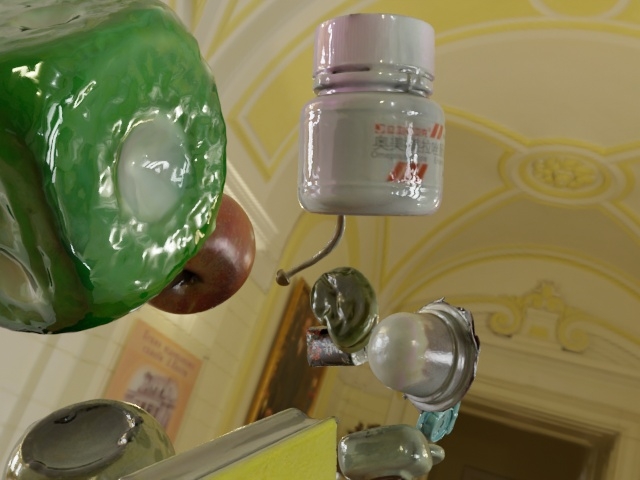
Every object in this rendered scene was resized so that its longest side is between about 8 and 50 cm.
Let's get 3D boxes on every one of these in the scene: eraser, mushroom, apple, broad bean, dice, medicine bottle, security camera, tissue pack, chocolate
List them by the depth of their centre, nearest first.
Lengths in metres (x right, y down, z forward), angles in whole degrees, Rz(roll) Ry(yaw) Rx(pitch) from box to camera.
[{"bbox_3d":[-0.072,0.248,0.585,0.069,0.158,0.226,8,7,35],"label":"eraser"},{"bbox_3d":[-0.293,-0.101,0.746,0.300,0.287,0.297,12,-50,25],"label":"dice"},{"bbox_3d":[0.131,0.389,1.197,0.157,0.080,0.301,-16,-29,12],"label":"security camera"},{"bbox_3d":[0.164,0.194,1.200,0.147,0.221,0.221,16,-13,-42],"label":"chocolate"},{"bbox_3d":[0.090,-0.205,1.201,0.256,0.325,0.256,3,0,0],"label":"medicine bottle"},{"bbox_3d":[0.055,0.143,1.531,0.153,0.207,0.072,-21,-30,11],"label":"broad bean"},{"bbox_3d":[0.001,0.002,1.576,0.068,0.043,0.306,19,-57,-39],"label":"mushroom"},{"bbox_3d":[0.046,0.253,1.676,0.090,0.103,0.170,0,-10,-42],"label":"tissue pack"},{"bbox_3d":[-0.343,0.024,1.822,0.348,0.277,0.349,-7,-47,-8],"label":"apple"}]

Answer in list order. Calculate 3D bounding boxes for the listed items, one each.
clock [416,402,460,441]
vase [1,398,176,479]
[{"bbox_3d":[0.260,0.416,1.582,0.045,0.108,0.147,28,28,36],"label":"clock"},{"bbox_3d":[-0.352,0.389,1.031,0.329,0.240,0.303,18,-57,38],"label":"vase"}]
